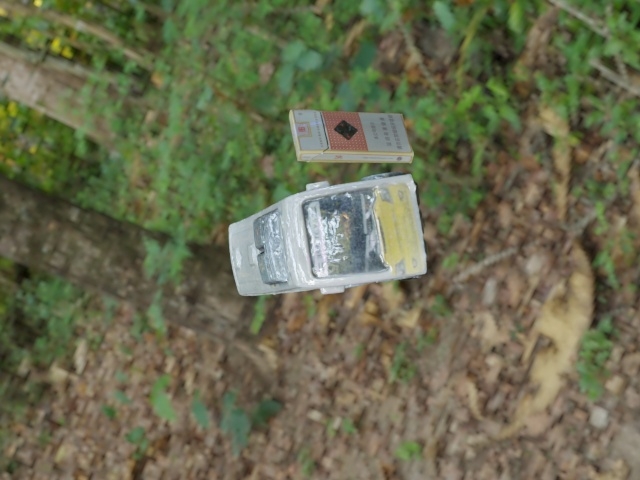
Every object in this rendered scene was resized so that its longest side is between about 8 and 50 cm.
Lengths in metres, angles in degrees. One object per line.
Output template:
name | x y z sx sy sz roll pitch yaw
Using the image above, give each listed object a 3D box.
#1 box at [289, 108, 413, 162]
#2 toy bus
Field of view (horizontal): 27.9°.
box | 0.021 -0.074 0.917 0.012 0.083 0.046 106 160 -45
toy bus | 0.000 0.000 1.207 0.342 0.138 0.097 165 97 -78
